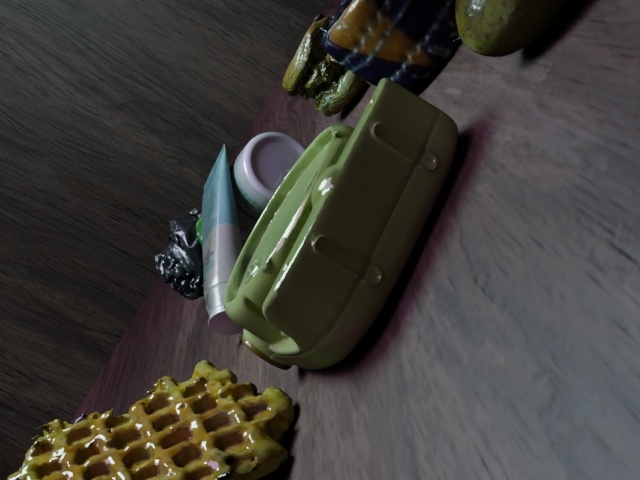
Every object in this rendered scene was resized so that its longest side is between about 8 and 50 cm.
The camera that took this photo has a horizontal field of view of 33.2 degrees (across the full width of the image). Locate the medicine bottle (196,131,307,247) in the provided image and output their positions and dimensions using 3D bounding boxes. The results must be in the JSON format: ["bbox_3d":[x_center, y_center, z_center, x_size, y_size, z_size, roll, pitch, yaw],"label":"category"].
[{"bbox_3d":[-0.117,-0.064,1.809,0.274,0.133,0.133,-45,18,55],"label":"medicine bottle"}]

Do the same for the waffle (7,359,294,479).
[{"bbox_3d":[-0.175,0.218,1.090,0.281,0.058,0.300,9,30,43],"label":"waffle"}]

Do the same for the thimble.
[{"bbox_3d":[0.112,-0.317,1.419,0.237,0.150,0.237,-56,10,15],"label":"thimble"}]

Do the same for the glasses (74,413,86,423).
[{"bbox_3d":[-0.255,0.301,1.333,0.255,0.095,0.162,12,-66,-57],"label":"glasses"}]

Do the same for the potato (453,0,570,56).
[{"bbox_3d":[0.203,-0.280,1.008,0.251,0.113,0.149,-51,18,31],"label":"potato"}]

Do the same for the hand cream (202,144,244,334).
[{"bbox_3d":[-0.156,-0.003,1.665,0.111,0.070,0.312,119,148,-44],"label":"hand cream"}]

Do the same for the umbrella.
[{"bbox_3d":[-0.186,-0.048,2.005,0.128,0.154,0.337,-12,48,63],"label":"umbrella"}]

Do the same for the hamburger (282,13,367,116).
[{"bbox_3d":[0.021,-0.294,1.833,0.159,0.131,0.185,-63,2,28],"label":"hamburger"}]

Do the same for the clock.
[{"bbox_3d":[0.000,0.000,1.167,0.286,0.117,0.348,-63,12,-20],"label":"clock"}]
